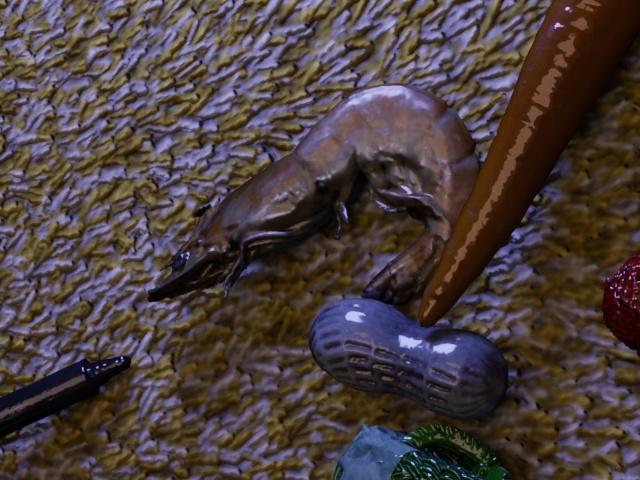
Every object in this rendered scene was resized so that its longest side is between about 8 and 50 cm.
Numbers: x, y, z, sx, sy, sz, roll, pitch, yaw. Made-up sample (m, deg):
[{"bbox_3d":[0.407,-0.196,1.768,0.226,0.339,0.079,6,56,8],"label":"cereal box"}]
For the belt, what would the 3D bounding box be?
[{"bbox_3d":[0.086,0.175,1.033,0.151,0.121,0.079,18,90,33],"label":"belt"}]

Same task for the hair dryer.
[{"bbox_3d":[-0.278,0.161,1.231,0.255,0.070,0.128,-25,34,9],"label":"hair dryer"}]

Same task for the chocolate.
[{"bbox_3d":[0.064,0.089,1.088,0.167,0.072,0.072,16,87,28],"label":"chocolate"}]

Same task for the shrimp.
[{"bbox_3d":[0.000,0.000,1.151,0.296,0.058,0.169,-37,69,12],"label":"shrimp"}]

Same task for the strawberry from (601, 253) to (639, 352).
[{"bbox_3d":[0.236,0.044,1.001,0.083,0.096,0.083,-1,85,9],"label":"strawberry"}]

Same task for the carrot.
[{"bbox_3d":[0.161,-0.080,1.065,0.069,0.069,0.336,25,86,28],"label":"carrot"}]
